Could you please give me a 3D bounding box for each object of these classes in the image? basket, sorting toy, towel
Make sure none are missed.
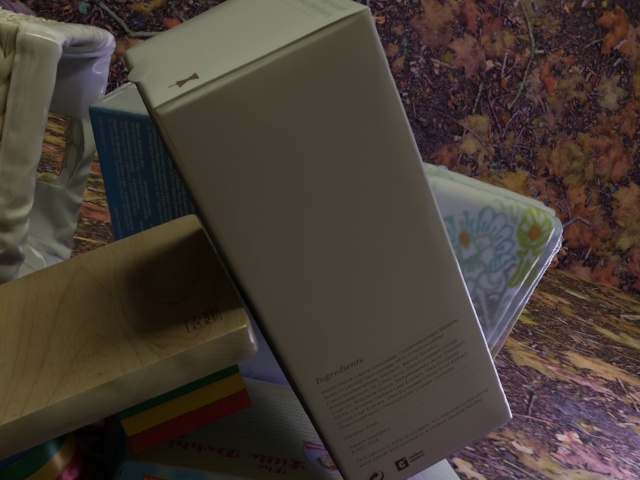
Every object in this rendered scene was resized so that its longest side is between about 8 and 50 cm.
[{"bbox_3d":[-0.411,-0.109,0.911,0.266,0.328,0.331,13,12,-10],"label":"basket"},{"bbox_3d":[-0.185,0.097,0.623,0.255,0.089,0.257,-21,23,-9],"label":"sorting toy"},{"bbox_3d":[0.038,0.060,0.848,0.374,0.320,0.090,15,22,-22],"label":"towel"}]

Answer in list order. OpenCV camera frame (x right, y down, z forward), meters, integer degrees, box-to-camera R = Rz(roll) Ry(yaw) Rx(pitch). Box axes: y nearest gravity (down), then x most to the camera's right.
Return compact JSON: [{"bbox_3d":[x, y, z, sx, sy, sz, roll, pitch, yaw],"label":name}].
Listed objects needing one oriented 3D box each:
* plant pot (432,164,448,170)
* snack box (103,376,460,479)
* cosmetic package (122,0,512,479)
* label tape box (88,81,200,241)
[{"bbox_3d":[0.047,0.027,1.167,0.235,0.293,0.293,7,6,21],"label":"plant pot"},{"bbox_3d":[-0.030,0.197,0.731,0.322,0.060,0.187,16,13,-19],"label":"snack box"},{"bbox_3d":[0.000,0.000,0.638,0.155,0.365,0.197,-27,31,-6],"label":"cosmetic package"},{"bbox_3d":[-0.091,-0.043,0.973,0.348,0.249,0.115,11,34,21],"label":"label tape box"}]
